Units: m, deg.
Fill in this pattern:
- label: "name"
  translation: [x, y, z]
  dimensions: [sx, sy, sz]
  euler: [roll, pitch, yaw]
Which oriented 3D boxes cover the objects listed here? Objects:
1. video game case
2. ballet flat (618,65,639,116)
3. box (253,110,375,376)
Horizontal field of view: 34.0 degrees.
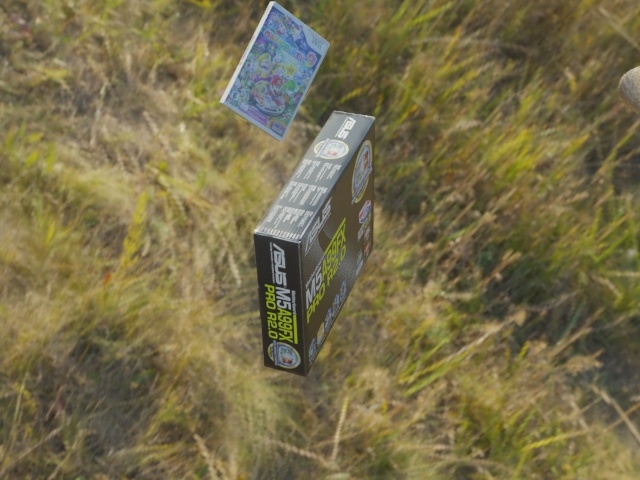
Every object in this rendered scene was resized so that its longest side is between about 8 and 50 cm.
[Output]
- label: "video game case"
  translation: [-0.047, -0.179, 1.116]
  dimensions: [0.087, 0.011, 0.122]
  euler: [30, 82, -37]
- label: "ballet flat"
  translation: [0.474, -0.125, 1.158]
  dimensions: [0.316, 0.108, 0.106]
  euler: [14, 55, 29]
- label: "box"
  translation: [0.000, 0.000, 1.299]
  dimensions: [0.060, 0.216, 0.270]
  euler: [12, 40, 16]
